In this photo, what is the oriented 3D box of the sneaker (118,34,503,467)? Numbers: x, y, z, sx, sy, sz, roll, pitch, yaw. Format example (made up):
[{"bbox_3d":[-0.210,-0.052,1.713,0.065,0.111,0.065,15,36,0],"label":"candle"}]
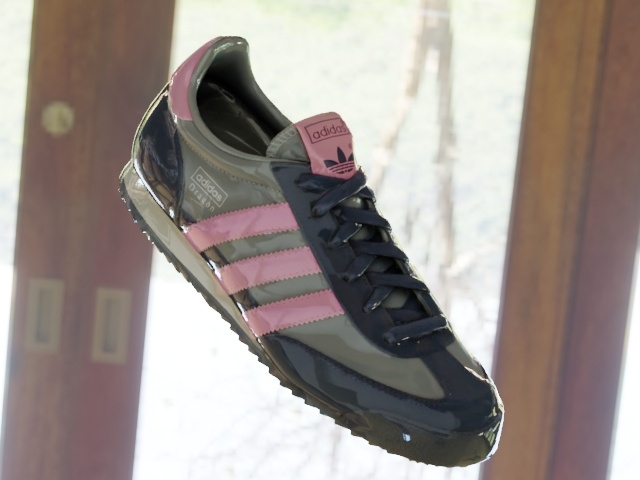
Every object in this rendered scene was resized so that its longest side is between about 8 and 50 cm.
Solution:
[{"bbox_3d":[0.000,0.000,0.957,0.319,0.131,0.112,41,-147,25],"label":"sneaker"}]
